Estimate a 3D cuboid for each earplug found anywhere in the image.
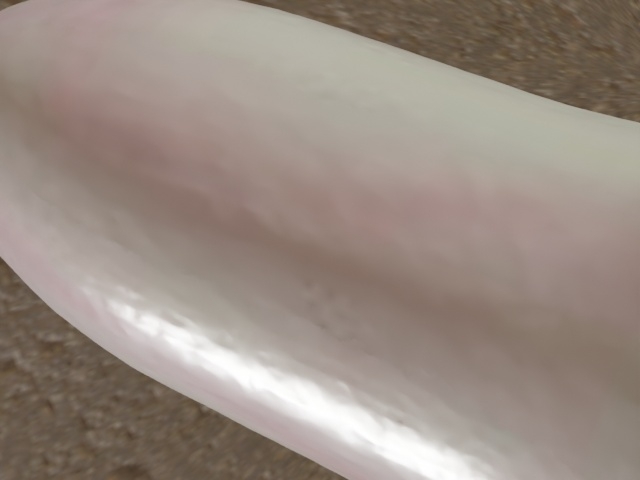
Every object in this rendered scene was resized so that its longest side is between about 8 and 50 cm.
[{"bbox_3d":[0.000,0.000,0.611,0.301,0.172,0.172,23,99,19],"label":"earplug"}]
